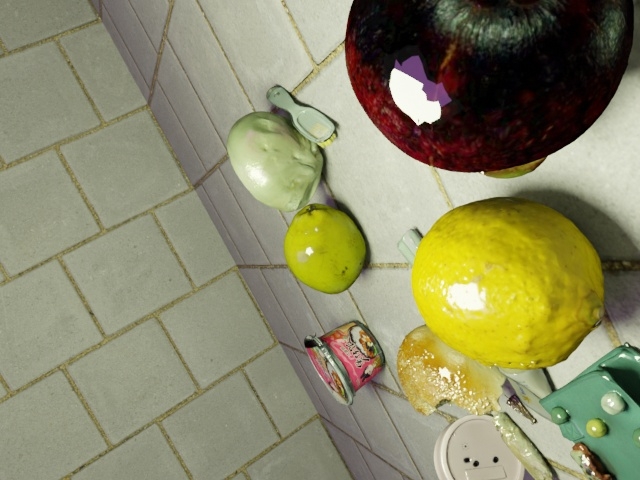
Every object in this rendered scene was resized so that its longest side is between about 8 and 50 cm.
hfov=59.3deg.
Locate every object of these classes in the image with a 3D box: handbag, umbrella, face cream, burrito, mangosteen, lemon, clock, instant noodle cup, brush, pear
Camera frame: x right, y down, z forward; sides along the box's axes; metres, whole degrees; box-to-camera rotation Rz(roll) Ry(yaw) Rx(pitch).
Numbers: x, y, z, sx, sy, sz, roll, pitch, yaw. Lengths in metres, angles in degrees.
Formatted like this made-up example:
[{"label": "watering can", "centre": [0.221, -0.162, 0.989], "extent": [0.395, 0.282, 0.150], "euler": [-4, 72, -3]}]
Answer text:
[{"label": "handbag", "centre": [0.492, 0.327, 0.881], "extent": [0.269, 0.100, 0.274], "euler": [51, 159, 20]}, {"label": "umbrella", "centre": [0.430, 0.362, 1.210], "extent": [0.083, 0.020, 0.031], "euler": [47, 118, 32]}, {"label": "face cream", "centre": [0.407, 0.281, 1.101], "extent": [0.114, 0.070, 0.224], "euler": [24, 149, 59]}, {"label": "burrito", "centre": [0.456, 0.471, 1.265], "extent": [0.188, 0.045, 0.058], "euler": [50, 166, 21]}, {"label": "mangosteen", "centre": [0.171, -0.213, 0.627], "extent": [0.300, 0.300, 0.300], "euler": [49, 158, 27]}, {"label": "lemon", "centre": [0.273, 0.062, 0.823], "extent": [0.310, 0.253, 0.254], "euler": [15, 132, 55]}, {"label": "clock", "centre": [0.368, 0.510, 1.309], "extent": [0.197, 0.196, 0.068], "euler": [53, 161, 17]}, {"label": "instant noodle cup", "centre": [0.089, 0.379, 1.837], "extent": [0.258, 0.181, 0.303], "euler": [44, 156, 36]}, {"label": "brush", "centre": [-0.044, -0.300, 1.380], "extent": [0.297, 0.068, 0.060], "euler": [48, 180, 41]}, {"label": "pear", "centre": [0.013, 0.027, 1.478], "extent": [0.212, 0.212, 0.269], "euler": [33, 149, 52]}]

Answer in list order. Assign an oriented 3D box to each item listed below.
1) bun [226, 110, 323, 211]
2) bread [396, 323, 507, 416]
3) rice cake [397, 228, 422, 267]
[{"label": "bun", "centre": [-0.094, -0.216, 1.411], "extent": [0.283, 0.179, 0.283], "euler": [42, -153, -26]}, {"label": "bread", "centre": [0.269, 0.287, 1.274], "extent": [0.192, 0.171, 0.314], "euler": [58, 160, -7]}, {"label": "rice cake", "centre": [0.247, 0.077, 1.214], "extent": [0.222, 0.042, 0.080], "euler": [56, 156, 14]}]
